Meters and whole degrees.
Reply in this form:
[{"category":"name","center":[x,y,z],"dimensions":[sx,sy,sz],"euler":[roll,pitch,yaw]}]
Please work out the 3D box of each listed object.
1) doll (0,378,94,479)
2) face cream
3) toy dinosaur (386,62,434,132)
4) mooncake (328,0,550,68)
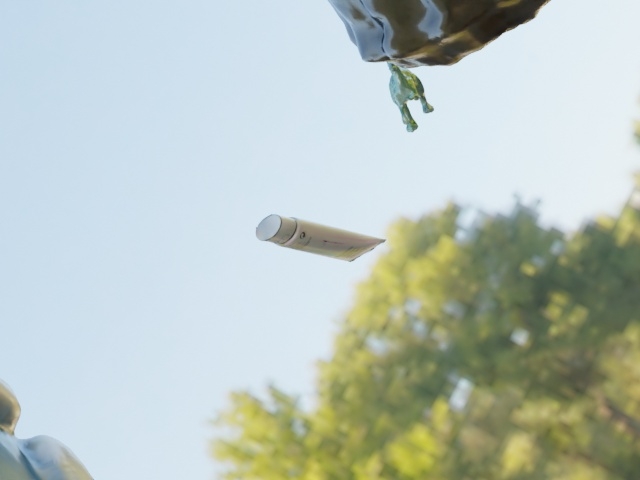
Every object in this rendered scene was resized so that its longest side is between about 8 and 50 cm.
[{"category":"doll","center":[-0.113,0.101,0.644],"dimensions":[0.099,0.346,0.341],"euler":[-38,-2,-5]},{"category":"face cream","center":[0.000,0.000,1.419],"dimensions":[0.038,0.020,0.115],"euler":[-32,-30,33]},{"category":"toy dinosaur","center":[0.050,-0.101,1.203],"dimensions":[0.083,0.021,0.062],"euler":[-98,-16,-59]},{"category":"mooncake","center":[0.088,-0.192,1.049],"dimensions":[0.228,0.124,0.228],"euler":[-33,22,16]}]
